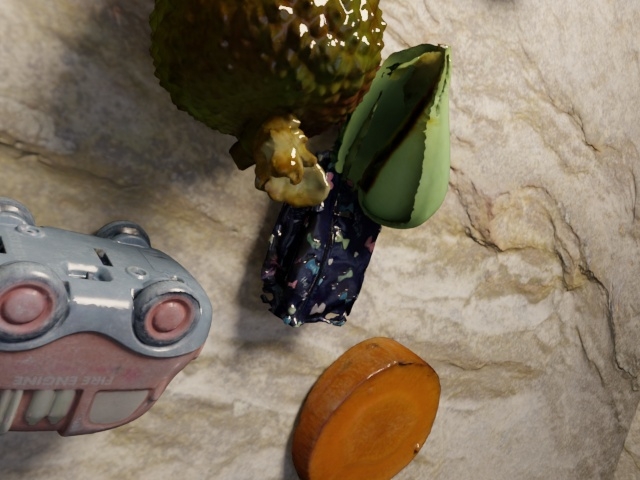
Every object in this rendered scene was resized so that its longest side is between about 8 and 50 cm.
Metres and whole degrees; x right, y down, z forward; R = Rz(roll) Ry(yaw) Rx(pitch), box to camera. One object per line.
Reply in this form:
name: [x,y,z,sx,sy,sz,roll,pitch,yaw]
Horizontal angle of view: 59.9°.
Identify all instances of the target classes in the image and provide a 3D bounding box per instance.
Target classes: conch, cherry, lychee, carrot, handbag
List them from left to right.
lychee: [-0.056,-0.224,0.624,0.270,0.270,0.320,33,79,-40]
handbag: [0.000,0.000,0.836,0.162,0.113,0.260,18,91,-47]
carrot: [0.083,0.328,1.009,0.307,0.100,0.258,-44,123,-18]
cherry: [0.067,-0.186,0.807,0.115,0.188,0.148,41,116,-9]
conch: [0.095,-0.127,0.734,0.137,0.143,0.251,-53,145,-28]

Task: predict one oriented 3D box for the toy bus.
toy bus: [-0.280,0.103,0.601,0.294,0.197,0.232,12,105,-41]
